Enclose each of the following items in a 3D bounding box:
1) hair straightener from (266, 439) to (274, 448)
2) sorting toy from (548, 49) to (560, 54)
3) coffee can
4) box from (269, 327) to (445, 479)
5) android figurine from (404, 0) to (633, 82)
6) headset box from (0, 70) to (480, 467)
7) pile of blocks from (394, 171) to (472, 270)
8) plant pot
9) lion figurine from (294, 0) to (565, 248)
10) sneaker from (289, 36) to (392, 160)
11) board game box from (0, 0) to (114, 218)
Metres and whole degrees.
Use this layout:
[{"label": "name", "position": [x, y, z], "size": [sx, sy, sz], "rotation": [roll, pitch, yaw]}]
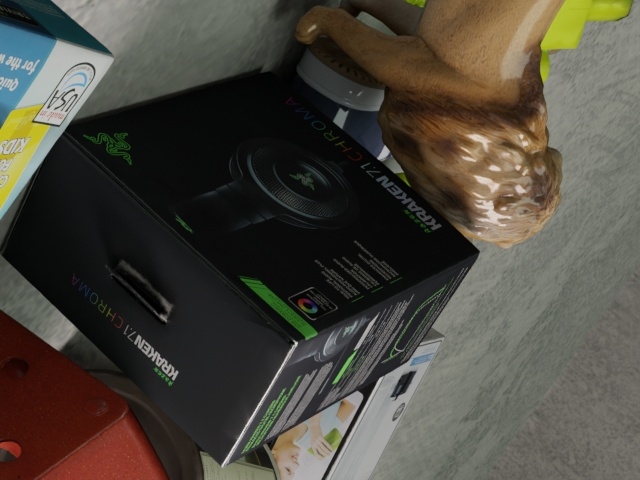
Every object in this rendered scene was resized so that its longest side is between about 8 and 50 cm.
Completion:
[{"label": "hair straightener", "position": [-0.053, 0.252, 2.140], "size": [0.089, 0.047, 0.230], "rotation": [-46, 162, -10]}, {"label": "sorting toy", "position": [0.280, -0.306, 1.801], "size": [0.229, 0.041, 0.307], "rotation": [-17, 144, -59]}, {"label": "coffee can", "position": [-0.166, 0.235, 1.594], "size": [0.201, 0.201, 0.275], "rotation": [-49, 162, 0]}, {"label": "box", "position": [0.025, 0.223, 2.089], "size": [0.290, 0.087, 0.169], "rotation": [-62, 160, 12]}, {"label": "android figurine", "position": [0.175, -0.247, 1.511], "size": [0.273, 0.056, 0.248], "rotation": [-5, 125, -35]}, {"label": "headset box", "position": [-0.063, 0.012, 1.317], "size": [0.283, 0.246, 0.131], "rotation": [-22, 149, -52]}, {"label": "pile of blocks", "position": [0.000, 0.000, 1.711], "size": [0.362, 0.149, 0.112], "rotation": [-20, -170, -40]}, {"label": "plant pot", "position": [-0.259, 0.201, 1.262], "size": [0.267, 0.267, 0.236], "rotation": [-35, 144, -37]}, {"label": "lion figurine", "position": [0.139, -0.194, 1.339], "size": [0.142, 0.240, 0.392], "rotation": [-35, 155, -54]}, {"label": "sneaker", "position": [0.038, -0.092, 1.571], "size": [0.282, 0.099, 0.153], "rotation": [2, 122, -59]}, {"label": "board game box", "position": [-0.295, -0.011, 0.997], "size": [0.336, 0.079, 0.254], "rotation": [-53, 161, 11]}]
